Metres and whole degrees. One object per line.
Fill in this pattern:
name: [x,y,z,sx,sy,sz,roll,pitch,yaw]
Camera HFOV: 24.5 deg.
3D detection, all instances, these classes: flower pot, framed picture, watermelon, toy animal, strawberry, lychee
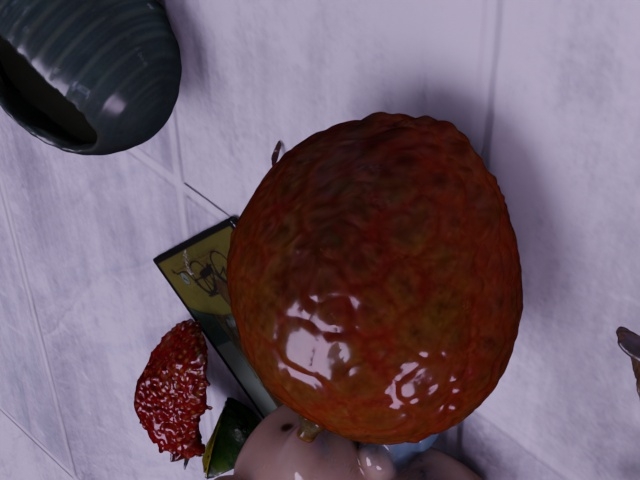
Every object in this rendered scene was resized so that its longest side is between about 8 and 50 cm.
flower pot: [-0.239,-0.191,1.418,0.243,0.157,0.189,47,150,13]
framed picture: [-0.055,0.130,1.659,0.323,0.013,0.244,56,153,-5]
watermelon: [-0.113,0.230,1.775,0.075,0.092,0.181,64,177,0]
toy animal: [0.045,0.247,1.453,0.230,0.210,0.221,-24,98,24]
strawberry: [-0.180,0.162,1.754,0.208,0.087,0.167,95,167,-46]
lychee: [0.042,0.041,1.182,0.255,0.255,0.300,42,140,19]

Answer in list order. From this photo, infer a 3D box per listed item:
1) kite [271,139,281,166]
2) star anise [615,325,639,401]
kite: [-0.002,0.002,1.432,0.127,0.016,0.229,18,137,42]
star anise: [0.318,0.203,1.085,0.350,0.109,0.292,26,137,42]
